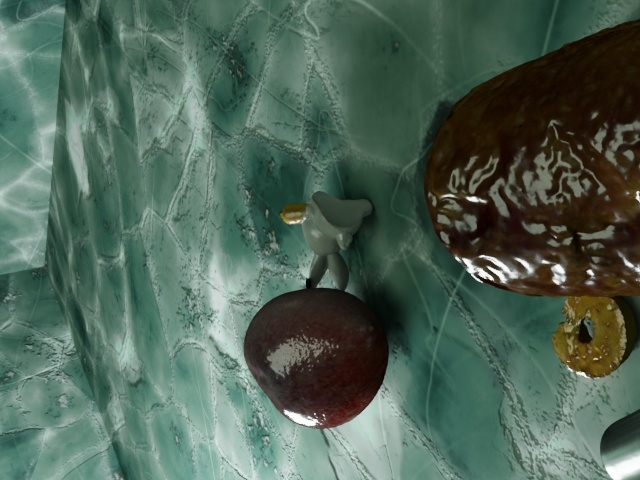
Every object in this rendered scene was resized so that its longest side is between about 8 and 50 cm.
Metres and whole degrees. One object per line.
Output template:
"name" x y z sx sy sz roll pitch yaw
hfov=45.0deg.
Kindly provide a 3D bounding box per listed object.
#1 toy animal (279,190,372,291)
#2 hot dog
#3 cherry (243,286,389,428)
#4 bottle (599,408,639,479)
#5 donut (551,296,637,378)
"toy animal" 0.000 0.000 1.266 0.182 0.131 0.127 118 153 -59
"hot dog" 0.285 -0.072 0.736 0.387 0.174 0.267 -9 94 47
"cherry" 0.007 0.177 1.247 0.239 0.206 0.240 2 97 17
"bottle" 0.359 0.175 0.742 0.079 0.096 0.254 24 152 4
"donut" 0.311 0.101 0.868 0.097 0.043 0.108 43 134 44
